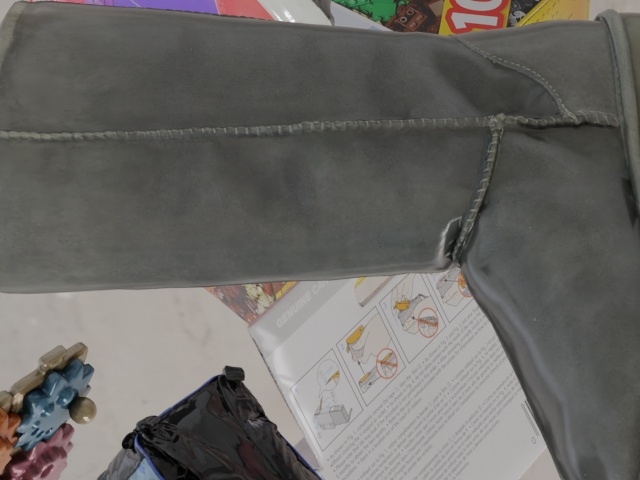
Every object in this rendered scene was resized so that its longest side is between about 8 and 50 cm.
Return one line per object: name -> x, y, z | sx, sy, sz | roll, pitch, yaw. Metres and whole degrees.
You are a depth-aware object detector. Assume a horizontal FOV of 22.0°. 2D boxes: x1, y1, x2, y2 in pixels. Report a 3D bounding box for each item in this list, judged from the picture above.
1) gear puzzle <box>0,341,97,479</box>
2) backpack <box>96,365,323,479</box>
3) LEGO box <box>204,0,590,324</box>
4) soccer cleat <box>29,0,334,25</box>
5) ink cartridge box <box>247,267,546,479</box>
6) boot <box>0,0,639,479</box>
gear puzzle -> -0.289, 0.205, 1.197 | 0.044, 0.175, 0.339 | 39, 45, 17
backpack -> -0.050, 0.142, 0.856 | 0.114, 0.105, 0.084 | 44, 124, 11
LEGO box -> -0.009, -0.188, 1.754 | 0.372, 0.193, 0.500 | 36, 67, 24
soccer cleat -> -0.140, -0.179, 0.877 | 0.318, 0.108, 0.116 | 39, 90, -16
ink cartridge box -> 0.074, 0.095, 1.292 | 0.296, 0.066, 0.261 | -41, 111, -36
boot -> 0.000, 0.002, 0.483 | 0.208, 0.076, 0.190 | 2, 53, -2
